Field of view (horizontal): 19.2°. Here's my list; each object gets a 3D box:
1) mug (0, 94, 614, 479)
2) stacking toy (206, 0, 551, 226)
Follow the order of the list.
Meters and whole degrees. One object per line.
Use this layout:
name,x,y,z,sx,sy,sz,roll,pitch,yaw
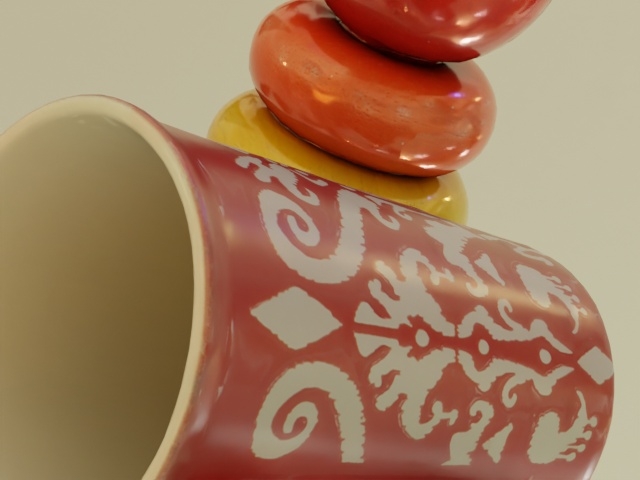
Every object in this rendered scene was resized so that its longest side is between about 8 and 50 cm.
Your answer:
mug,-0.006,0.051,0.504,0.169,0.113,0.150,12,-111,-45
stacking toy,0.000,0.000,0.680,0.141,0.141,0.330,11,-64,-29
